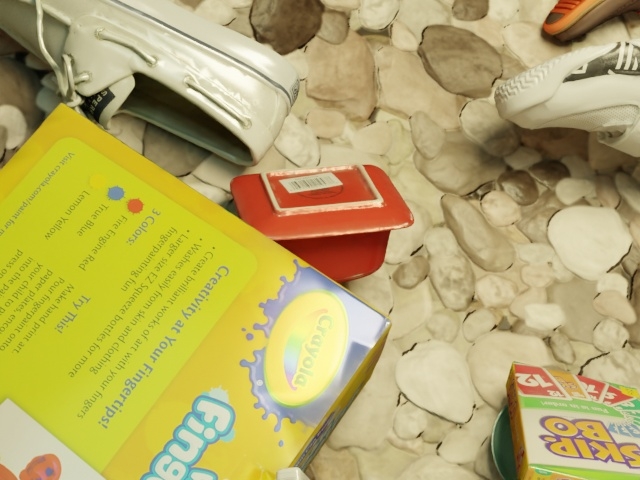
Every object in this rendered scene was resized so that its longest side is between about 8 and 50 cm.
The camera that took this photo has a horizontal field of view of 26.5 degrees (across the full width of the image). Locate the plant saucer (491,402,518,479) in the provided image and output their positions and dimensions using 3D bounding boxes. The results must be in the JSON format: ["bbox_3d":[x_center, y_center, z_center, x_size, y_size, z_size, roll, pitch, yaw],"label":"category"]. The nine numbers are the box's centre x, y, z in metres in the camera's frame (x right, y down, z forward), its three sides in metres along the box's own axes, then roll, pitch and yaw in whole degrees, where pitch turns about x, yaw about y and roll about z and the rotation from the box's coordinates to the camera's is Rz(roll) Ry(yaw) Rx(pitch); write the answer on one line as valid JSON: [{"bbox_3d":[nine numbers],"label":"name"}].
[{"bbox_3d":[0.220,0.202,1.302,0.119,0.021,0.119,3,65,-6],"label":"plant saucer"}]

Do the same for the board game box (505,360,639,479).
[{"bbox_3d":[0.231,0.177,1.185,0.124,0.039,0.259,12,19,1],"label":"board game box"}]

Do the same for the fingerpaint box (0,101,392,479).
[{"bbox_3d":[-0.214,0.164,1.184,0.371,0.163,0.445,32,66,9],"label":"fingerpaint box"}]

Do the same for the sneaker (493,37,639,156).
[{"bbox_3d":[0.363,-0.096,1.362,0.366,0.137,0.210,-7,89,-8],"label":"sneaker"}]

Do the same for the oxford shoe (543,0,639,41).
[{"bbox_3d":[0.376,-0.281,1.504,0.271,0.097,0.098,-30,107,-1],"label":"oxford shoe"}]

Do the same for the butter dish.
[{"bbox_3d":[0.000,0.000,1.321,0.160,0.118,0.160,-6,26,-9],"label":"butter dish"}]

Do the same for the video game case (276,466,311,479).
[{"bbox_3d":[0.001,0.302,1.131,0.023,0.201,0.183,-9,65,9],"label":"video game case"}]

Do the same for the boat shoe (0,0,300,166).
[{"bbox_3d":[-0.214,-0.165,1.366,0.367,0.136,0.156,24,67,-7],"label":"boat shoe"}]
